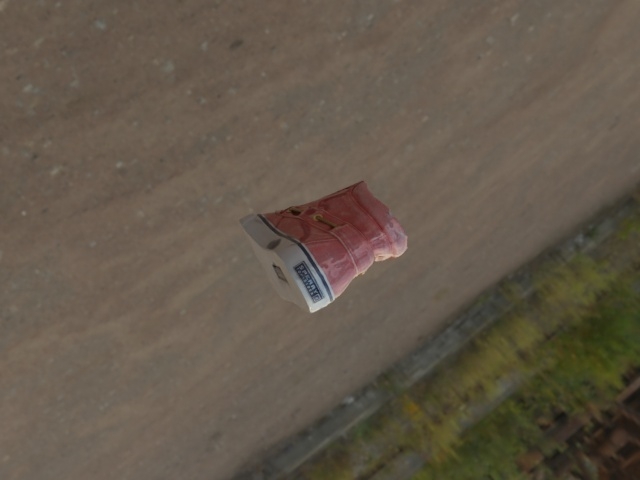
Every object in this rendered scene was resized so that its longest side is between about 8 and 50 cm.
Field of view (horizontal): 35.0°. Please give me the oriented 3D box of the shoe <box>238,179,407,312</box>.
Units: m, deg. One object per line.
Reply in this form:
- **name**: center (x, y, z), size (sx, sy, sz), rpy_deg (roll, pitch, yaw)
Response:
- **shoe**: center (0.000, 0.000, 0.710), size (0.081, 0.063, 0.178), rpy_deg (-30, -166, -9)
